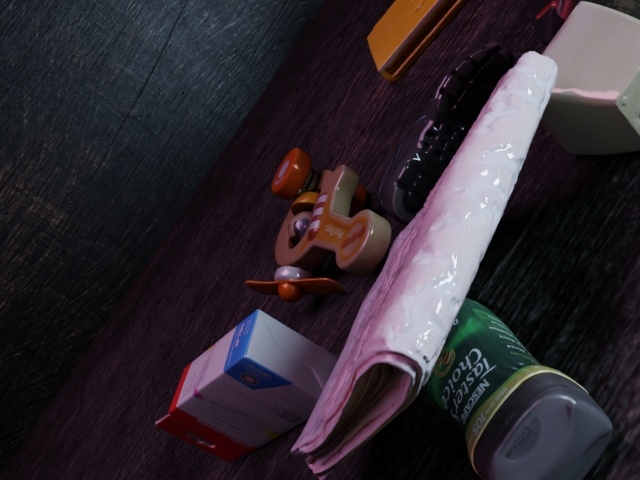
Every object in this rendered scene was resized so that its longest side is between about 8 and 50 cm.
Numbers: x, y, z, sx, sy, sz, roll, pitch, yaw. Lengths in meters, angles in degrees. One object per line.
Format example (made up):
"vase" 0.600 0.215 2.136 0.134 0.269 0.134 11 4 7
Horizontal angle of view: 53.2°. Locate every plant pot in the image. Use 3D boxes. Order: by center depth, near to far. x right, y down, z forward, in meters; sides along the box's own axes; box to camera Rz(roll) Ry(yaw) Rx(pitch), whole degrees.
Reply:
"plant pot" 0.271 -0.141 0.589 0.109 0.109 0.096 -54 32 2

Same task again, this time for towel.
"towel" 0.085 0.032 0.583 0.332 0.053 0.317 -59 -4 -34

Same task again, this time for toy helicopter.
"toy helicopter" 0.000 0.000 0.926 0.235 0.140 0.355 -62 20 -2

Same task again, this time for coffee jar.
"coffee jar" 0.138 0.120 0.501 0.096 0.079 0.184 -56 20 6

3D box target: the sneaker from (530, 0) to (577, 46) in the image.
"sneaker" 0.355 -0.386 0.768 0.116 0.136 0.314 -74 -2 -79

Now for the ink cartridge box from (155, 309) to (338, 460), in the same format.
"ink cartridge box" -0.102 0.200 0.840 0.231 0.134 0.078 -39 26 36

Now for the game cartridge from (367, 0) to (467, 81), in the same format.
"game cartridge" 0.216 -0.496 1.358 0.285 0.052 0.324 -47 19 22

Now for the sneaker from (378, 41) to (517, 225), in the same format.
"sneaker" 0.158 -0.148 0.853 0.267 0.101 0.106 -54 17 1

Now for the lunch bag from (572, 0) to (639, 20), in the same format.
"lunch bag" 0.332 -0.389 0.636 0.287 0.235 0.169 -61 15 -13
